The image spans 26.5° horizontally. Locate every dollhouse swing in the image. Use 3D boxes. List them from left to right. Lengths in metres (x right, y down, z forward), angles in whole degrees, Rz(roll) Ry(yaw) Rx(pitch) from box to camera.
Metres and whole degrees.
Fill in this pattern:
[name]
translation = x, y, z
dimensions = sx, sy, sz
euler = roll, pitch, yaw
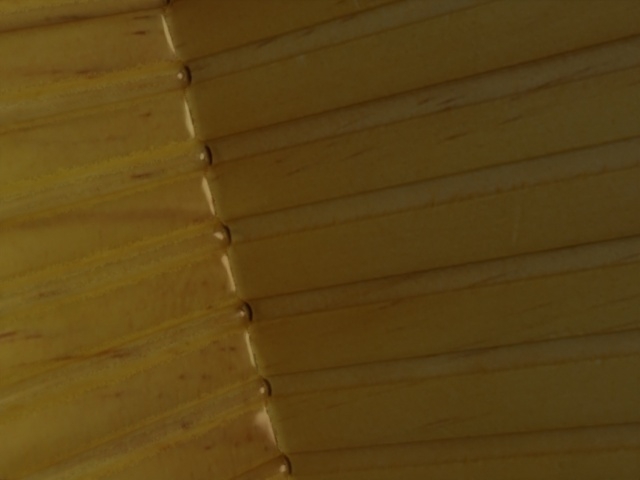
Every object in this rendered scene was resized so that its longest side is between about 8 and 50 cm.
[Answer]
[dollhouse swing]
translation = 0.000, 0.000, 0.487
dimensions = 0.315, 0.305, 0.347
euler = -19, 98, -42
